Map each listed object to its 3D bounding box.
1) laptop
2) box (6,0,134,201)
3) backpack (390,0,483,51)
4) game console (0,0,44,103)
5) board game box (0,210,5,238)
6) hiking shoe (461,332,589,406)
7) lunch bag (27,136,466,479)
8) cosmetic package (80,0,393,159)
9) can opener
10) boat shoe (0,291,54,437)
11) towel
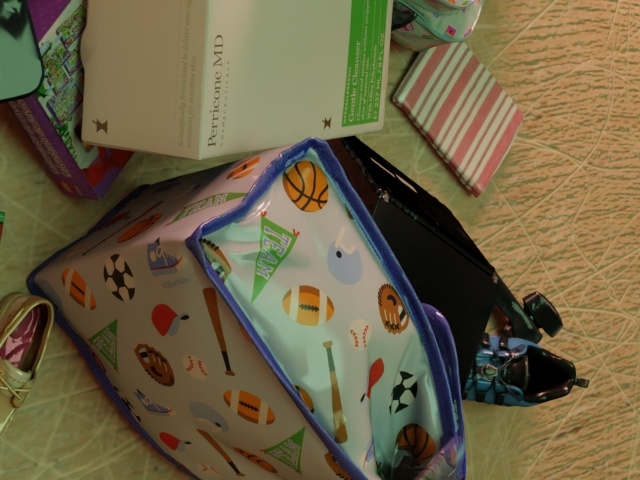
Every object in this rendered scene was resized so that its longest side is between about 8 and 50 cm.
[{"bbox_3d":[0.090,0.022,1.823,0.136,0.264,0.234,-46,128,12],"label":"laptop"},{"bbox_3d":[-0.211,-0.215,1.577,0.293,0.057,0.201,-59,146,-28],"label":"box"},{"bbox_3d":[0.123,-0.328,1.876,0.188,0.144,0.166,38,58,-37],"label":"backpack"},{"bbox_3d":[-0.398,-0.240,1.318,0.293,0.250,0.173,-15,59,-19],"label":"game console"},{"bbox_3d":[-0.434,0.012,1.429,0.281,0.027,0.145,16,78,-40],"label":"board game box"},{"bbox_3d":[0.194,0.151,1.907,0.304,0.132,0.113,7,81,-42],"label":"hiking shoe"},{"bbox_3d":[-0.051,0.116,1.551,0.239,0.328,0.385,-41,107,-33],"label":"lunch bag"},{"bbox_3d":[-0.078,-0.201,1.596,0.365,0.155,0.197,-18,116,-58],"label":"cosmetic package"},{"bbox_3d":[0.240,0.070,2.012,0.073,0.059,0.186,-46,109,-4],"label":"can opener"},{"bbox_3d":[-0.311,0.129,1.508,0.063,0.059,0.170,29,68,-37],"label":"boat shoe"},{"bbox_3d":[0.180,-0.170,1.992,0.197,0.029,0.144,47,59,-27],"label":"towel"}]
